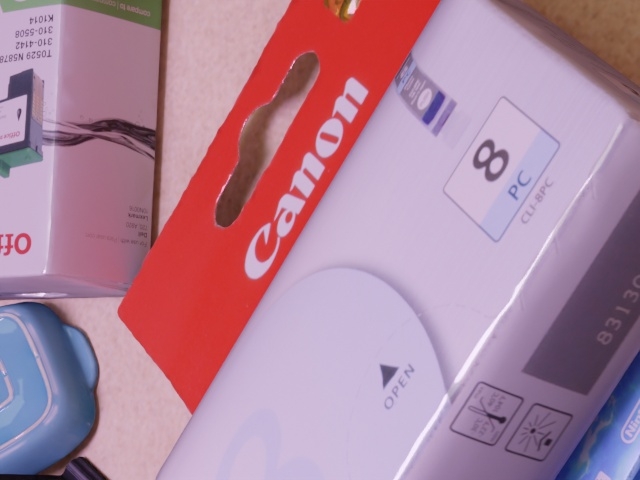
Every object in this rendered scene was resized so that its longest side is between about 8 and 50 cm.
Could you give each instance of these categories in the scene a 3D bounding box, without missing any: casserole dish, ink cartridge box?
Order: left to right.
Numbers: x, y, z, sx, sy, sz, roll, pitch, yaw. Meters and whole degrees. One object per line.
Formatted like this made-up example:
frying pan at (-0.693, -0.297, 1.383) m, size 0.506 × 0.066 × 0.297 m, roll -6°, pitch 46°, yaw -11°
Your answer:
casserole dish at (-0.233, 0.111, 1.164) m, size 0.188 × 0.037 × 0.114 m, roll -29°, pitch 69°, yaw 6°
ink cartridge box at (-0.189, -0.075, 1.164) m, size 0.160 × 0.093 × 0.219 m, roll -4°, pitch 81°, yaw 39°
ink cartridge box at (0.000, 0.000, 0.919) m, size 0.308 × 0.091 × 0.385 m, roll -60°, pitch 37°, yaw 14°

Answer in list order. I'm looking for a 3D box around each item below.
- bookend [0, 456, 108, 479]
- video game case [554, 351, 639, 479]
bookend at (-0.210, 0.213, 1.099) m, size 0.072 × 0.156 × 0.157 m, roll 36°, pitch 105°, yaw 36°
video game case at (0.076, 0.096, 0.905) m, size 0.244 × 0.061 × 0.269 m, roll 41°, pitch 108°, yaw 51°
